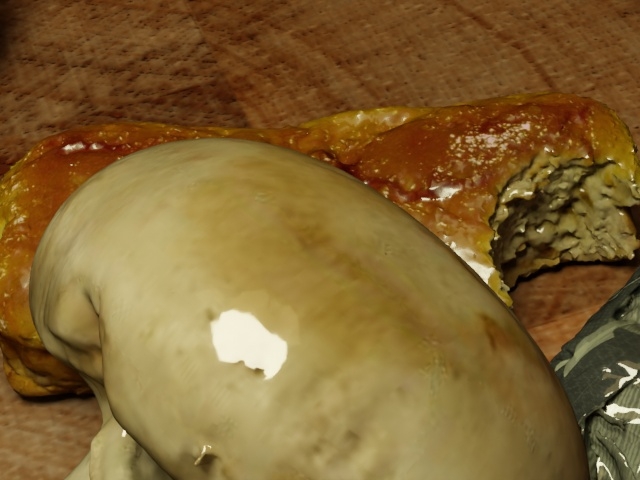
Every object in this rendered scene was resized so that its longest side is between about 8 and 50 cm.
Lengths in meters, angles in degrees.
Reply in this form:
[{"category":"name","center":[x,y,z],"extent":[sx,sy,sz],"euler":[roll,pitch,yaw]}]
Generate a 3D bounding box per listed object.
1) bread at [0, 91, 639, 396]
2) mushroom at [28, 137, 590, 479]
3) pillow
[{"category":"bread","center":[0.000,0.000,1.124],"extent":[0.380,0.109,0.185],"euler":[-5,37,2]},{"category":"mushroom","center":[-0.043,0.112,0.877],"extent":[0.290,0.292,0.292],"euler":[-46,46,-7]},{"category":"pillow","center":[0.236,0.031,1.047],"extent":[0.161,0.092,0.335],"euler":[14,43,24]}]
